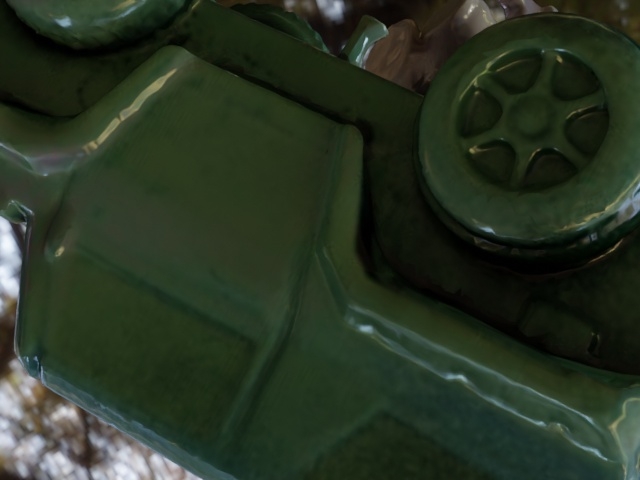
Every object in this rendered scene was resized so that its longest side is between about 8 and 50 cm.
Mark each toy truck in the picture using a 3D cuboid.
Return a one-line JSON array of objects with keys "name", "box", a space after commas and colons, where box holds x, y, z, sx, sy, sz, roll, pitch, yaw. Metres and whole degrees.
[{"name": "toy truck", "box": [0.000, 0.000, 0.492, 0.279, 0.155, 0.156, 26, -98, 23]}]

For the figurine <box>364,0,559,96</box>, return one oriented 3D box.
[{"name": "figurine", "box": [0.138, -0.017, 0.912, 0.182, 0.257, 0.144, -42, -157, 11]}]
